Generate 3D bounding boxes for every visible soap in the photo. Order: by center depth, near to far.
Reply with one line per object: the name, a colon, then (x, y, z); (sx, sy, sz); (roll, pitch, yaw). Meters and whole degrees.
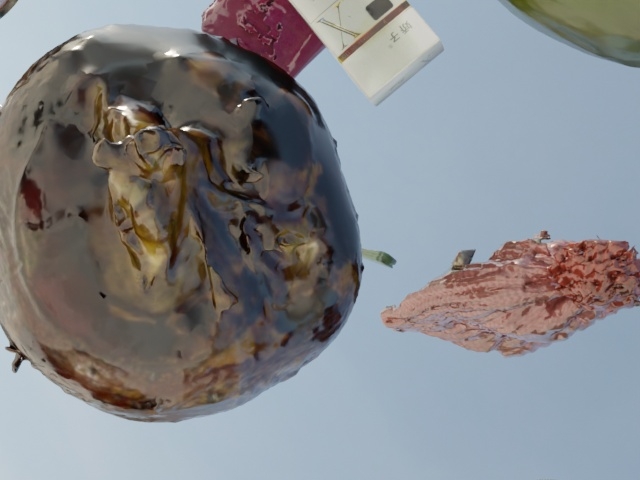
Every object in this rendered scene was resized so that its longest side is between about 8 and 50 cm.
soap: (-0.016, -0.291, 1.213); (0.127, 0.325, 0.220); (40, -71, -11)

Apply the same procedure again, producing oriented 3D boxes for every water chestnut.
water chestnut: (-0.121, -0.024, 0.888); (0.335, 0.335, 0.347); (62, -21, 7)

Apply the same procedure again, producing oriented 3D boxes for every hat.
hat: (0.216, 0.049, 1.093); (0.286, 0.237, 0.107); (146, -60, -62)

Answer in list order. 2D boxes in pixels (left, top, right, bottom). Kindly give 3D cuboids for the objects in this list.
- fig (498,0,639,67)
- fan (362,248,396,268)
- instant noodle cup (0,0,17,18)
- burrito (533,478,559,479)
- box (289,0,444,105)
fig: (0.180, -0.199, 0.634); (0.203, 0.225, 0.202); (178, -90, -70)
fan: (0.000, 0.000, 1.237); (0.193, 0.038, 0.016); (18, -99, 33)
instant noodle cup: (-0.404, -0.328, 1.160); (0.182, 0.230, 0.230); (-156, -129, -66)
burrito: (0.275, 0.316, 0.998); (0.175, 0.107, 0.348); (45, -4, -4)
box: (0.034, -0.208, 1.017); (0.154, 0.084, 0.040); (52, 4, 16)
